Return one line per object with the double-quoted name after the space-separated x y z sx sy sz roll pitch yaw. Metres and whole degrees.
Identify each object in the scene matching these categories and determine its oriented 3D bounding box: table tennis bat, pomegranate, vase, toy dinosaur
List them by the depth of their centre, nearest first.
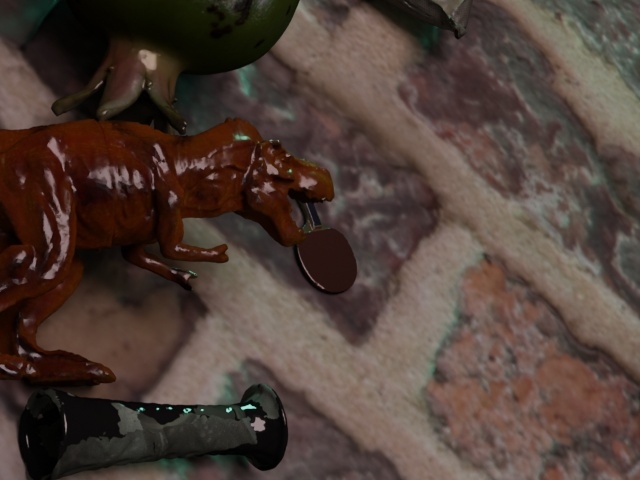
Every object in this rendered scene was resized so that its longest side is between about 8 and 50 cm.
-0.194 -0.009 1.098 0.432 0.097 0.208 9 74 -18 "toy dinosaur"
-0.103 0.120 1.124 0.167 0.059 0.059 2 63 -35 "vase"
-0.107 -0.167 1.224 0.181 0.181 0.224 26 74 -21 "pomegranate"
0.000 0.000 1.301 0.050 0.007 0.083 -8 72 -38 "table tennis bat"

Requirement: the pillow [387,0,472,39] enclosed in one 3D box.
0.084 -0.287 1.494 0.169 0.059 0.255 34 51 -15 "pillow"
